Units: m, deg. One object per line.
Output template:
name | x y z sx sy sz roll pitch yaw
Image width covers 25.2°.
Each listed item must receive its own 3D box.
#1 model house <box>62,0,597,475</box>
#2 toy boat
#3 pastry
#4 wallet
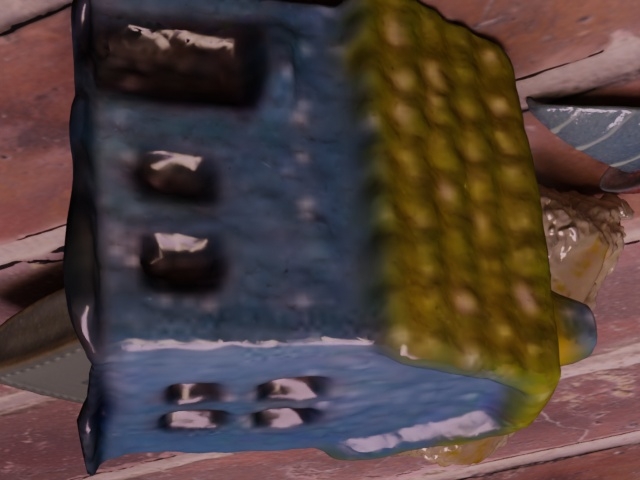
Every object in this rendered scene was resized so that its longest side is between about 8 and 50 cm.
model house | 0.000 0.000 0.831 0.303 0.237 0.215 2 153 -12
toy boat | 0.195 -0.071 0.943 0.122 0.034 0.096 21 139 -38
pastry | 0.123 0.068 1.039 0.121 0.089 0.258 20 109 -36
wallet | -0.076 0.060 1.124 0.360 0.083 0.252 -21 154 28
